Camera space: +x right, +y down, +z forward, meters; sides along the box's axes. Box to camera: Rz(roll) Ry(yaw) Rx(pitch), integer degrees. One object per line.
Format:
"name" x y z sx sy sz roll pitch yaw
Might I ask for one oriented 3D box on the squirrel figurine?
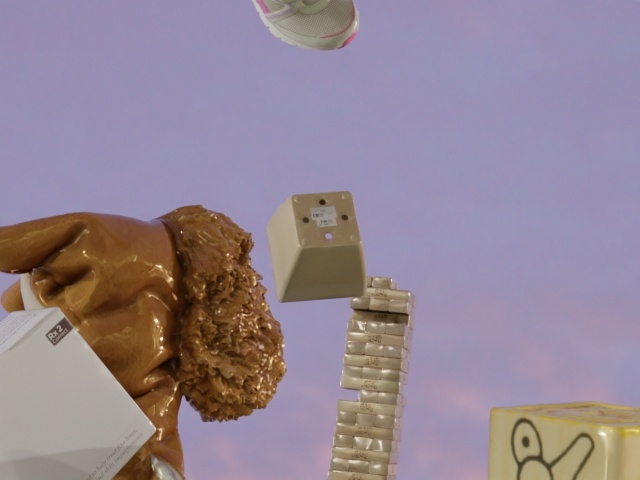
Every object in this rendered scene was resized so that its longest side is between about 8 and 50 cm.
"squirrel figurine" -0.216 0.162 1.580 0.397 0.370 0.281 -14 -17 -20

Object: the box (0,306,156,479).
"box" -0.306 0.193 1.273 0.119 0.181 0.182 -9 -58 54

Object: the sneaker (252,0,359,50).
"sneaker" -0.052 -0.330 1.463 0.103 0.252 0.111 -48 2 -11

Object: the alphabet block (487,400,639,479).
"alphabet block" 0.312 0.289 1.362 0.193 0.197 0.192 3 -1 -39

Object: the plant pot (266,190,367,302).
"plant pot" 0.000 0.000 1.430 0.109 0.109 0.096 -4 -30 -10

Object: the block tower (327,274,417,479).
"block tower" 0.078 0.223 1.802 0.091 0.335 0.097 4 -9 14
